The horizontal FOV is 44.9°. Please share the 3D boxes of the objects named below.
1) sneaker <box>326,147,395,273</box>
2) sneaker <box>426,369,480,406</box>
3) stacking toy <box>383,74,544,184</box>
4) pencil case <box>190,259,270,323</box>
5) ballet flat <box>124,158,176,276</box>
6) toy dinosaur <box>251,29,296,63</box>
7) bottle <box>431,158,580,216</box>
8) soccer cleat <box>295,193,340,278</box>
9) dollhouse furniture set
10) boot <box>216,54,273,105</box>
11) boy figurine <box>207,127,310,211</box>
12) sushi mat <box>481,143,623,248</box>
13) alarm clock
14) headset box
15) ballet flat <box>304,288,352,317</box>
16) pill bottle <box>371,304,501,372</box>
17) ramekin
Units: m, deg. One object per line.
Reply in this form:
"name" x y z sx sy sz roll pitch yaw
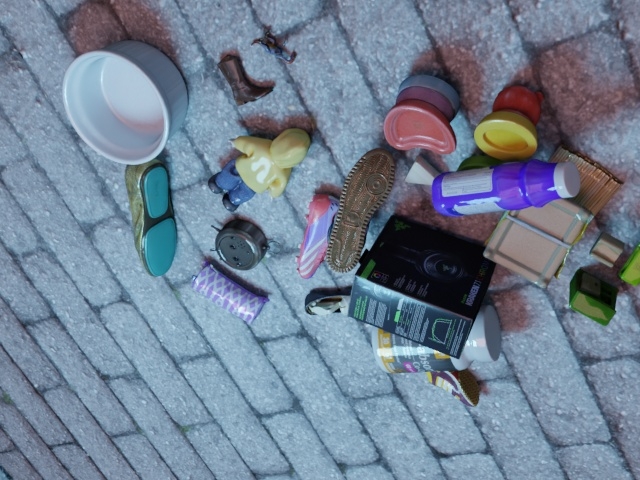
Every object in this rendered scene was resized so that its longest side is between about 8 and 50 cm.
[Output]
"sneaker" 0.084 -0.072 1.719 0.099 0.153 0.282 21 97 0
"sneaker" 0.326 0.353 1.967 0.185 0.069 0.084 51 136 -5
"stacking toy" 0.299 -0.221 1.598 0.309 0.130 0.279 15 152 18
"pencil case" -0.243 0.138 2.065 0.206 0.086 0.088 32 101 0
"ballet flat" -0.445 -0.068 2.007 0.123 0.123 0.348 14 127 15
"toy dinosaur" -0.094 -0.412 1.669 0.082 0.047 0.090 48 161 -22
"bottle" 0.356 -0.103 1.500 0.283 0.118 0.092 -5 87 45
"soccer cleat" 0.000 0.000 1.866 0.095 0.083 0.248 16 124 8
"dollhouse furniture set" 0.516 0.007 1.618 0.301 0.151 0.197 30 115 11
"boot" -0.169 -0.365 1.726 0.106 0.037 0.114 -13 111 28
"boy figurine" -0.141 -0.178 1.800 0.285 0.092 0.177 -32 105 35
"sushi mat" 0.486 -0.050 1.651 0.151 0.019 0.316 32 129 3
"alarm clock" -0.187 0.015 1.970 0.192 0.064 0.129 1 122 20
"headset box" 0.220 0.092 1.710 0.283 0.246 0.131 21 131 15
"ballet flat" 0.048 0.163 1.956 0.203 0.074 0.074 -4 120 26
"pill bottle" 0.275 0.230 1.840 0.278 0.162 0.162 -9 118 29
"ramekin" -0.445 -0.329 1.806 0.277 0.135 0.277 12 126 17
